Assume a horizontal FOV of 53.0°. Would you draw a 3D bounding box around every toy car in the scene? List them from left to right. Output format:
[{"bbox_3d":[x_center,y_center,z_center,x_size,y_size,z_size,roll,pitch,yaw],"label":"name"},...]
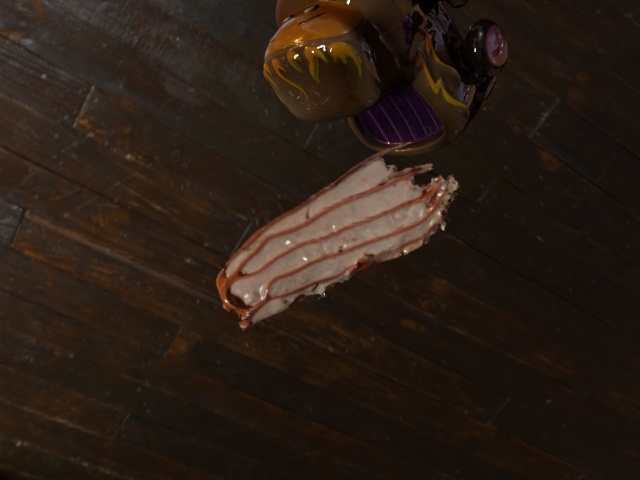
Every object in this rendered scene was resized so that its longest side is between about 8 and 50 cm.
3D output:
[{"bbox_3d":[0.079,-0.238,0.886,0.341,0.271,0.240,47,60,-32],"label":"toy car"}]

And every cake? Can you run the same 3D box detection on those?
[{"bbox_3d":[0.004,0.006,0.637,0.287,0.135,0.098,-32,88,28],"label":"cake"}]
